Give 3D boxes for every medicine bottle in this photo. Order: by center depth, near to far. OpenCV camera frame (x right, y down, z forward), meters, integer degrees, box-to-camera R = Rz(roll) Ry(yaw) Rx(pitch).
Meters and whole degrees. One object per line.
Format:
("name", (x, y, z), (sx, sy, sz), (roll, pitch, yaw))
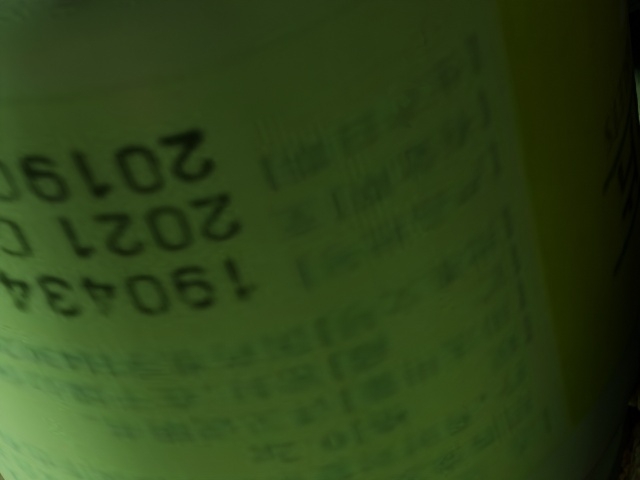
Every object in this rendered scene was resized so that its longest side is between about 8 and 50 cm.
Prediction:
("medicine bottle", (-0.018, -0.023, 0.538), (0.214, 0.378, 0.213), (-6, 53, 8))

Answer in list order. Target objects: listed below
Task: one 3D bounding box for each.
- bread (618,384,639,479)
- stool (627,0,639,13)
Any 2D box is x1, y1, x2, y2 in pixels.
("bread", (0.187, 0.073, 0.458), (0.305, 0.159, 0.305), (-27, 47, 33))
("stool", (0.118, -0.238, 0.648), (0.330, 0.297, 0.297), (-36, 43, 33))
